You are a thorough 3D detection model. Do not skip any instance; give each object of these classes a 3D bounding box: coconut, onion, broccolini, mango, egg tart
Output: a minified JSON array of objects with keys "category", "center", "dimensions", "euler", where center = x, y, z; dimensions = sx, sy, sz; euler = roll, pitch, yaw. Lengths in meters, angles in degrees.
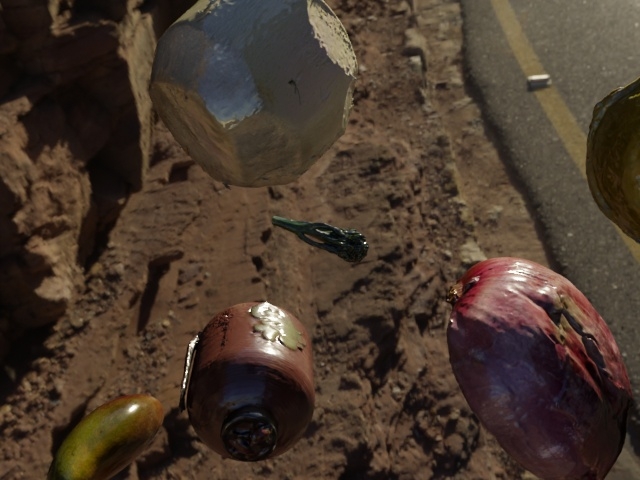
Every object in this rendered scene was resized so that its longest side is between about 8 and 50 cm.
[{"category":"coconut","center":[-0.047,-0.132,0.528],"dimensions":[0.161,0.161,0.162],"euler":[25,61,42]},{"category":"onion","center":[0.250,0.141,0.662],"dimensions":[0.120,0.284,0.227],"euler":[-28,18,34]},{"category":"broccolini","center":[0.003,-0.015,1.275],"dimensions":[0.202,0.068,0.091],"euler":[22,42,-7]},{"category":"mango","center":[-0.358,0.337,1.083],"dimensions":[0.133,0.111,0.267],"euler":[-33,3,28]},{"category":"egg tart","center":[0.169,-0.035,0.284],"dimensions":[0.105,0.105,0.039],"euler":[9,23,29]}]

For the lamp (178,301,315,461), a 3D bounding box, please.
[{"category":"lamp","center":[-0.097,0.186,0.863],"dimensions":[0.179,0.180,0.258],"euler":[-12,24,3]}]
